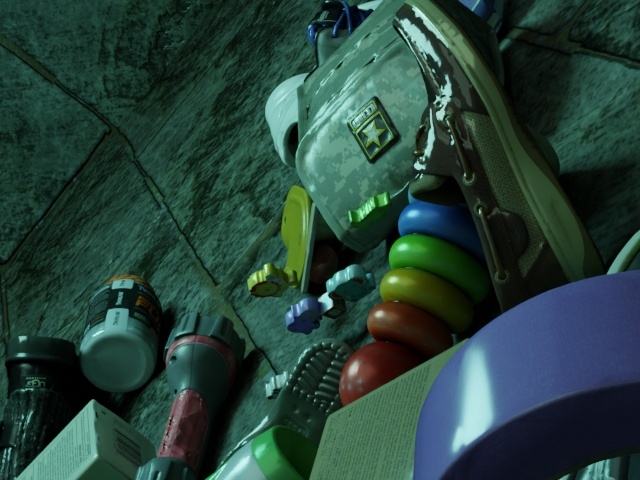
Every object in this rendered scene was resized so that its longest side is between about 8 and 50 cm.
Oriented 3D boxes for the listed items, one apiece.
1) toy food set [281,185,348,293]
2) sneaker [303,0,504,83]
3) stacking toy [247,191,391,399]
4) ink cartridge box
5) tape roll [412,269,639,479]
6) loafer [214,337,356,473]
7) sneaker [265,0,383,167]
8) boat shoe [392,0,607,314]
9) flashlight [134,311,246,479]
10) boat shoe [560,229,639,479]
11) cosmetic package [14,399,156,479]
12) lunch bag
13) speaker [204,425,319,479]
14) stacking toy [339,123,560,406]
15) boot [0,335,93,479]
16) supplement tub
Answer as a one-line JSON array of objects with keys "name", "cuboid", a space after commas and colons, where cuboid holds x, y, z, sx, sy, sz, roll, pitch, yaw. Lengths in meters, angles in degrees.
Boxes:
[{"name": "toy food set", "cuboid": [0.000, 0.000, 1.740, 0.218, 0.071, 0.128, -142, 58, -76]}, {"name": "sneaker", "cuboid": [0.086, -0.267, 1.831, 0.315, 0.182, 0.127, -39, 25, 32]}, {"name": "stacking toy", "cuboid": [0.008, 0.065, 1.533, 0.221, 0.052, 0.167, -37, 47, 33]}, {"name": "ink cartridge box", "cuboid": [0.070, 0.224, 1.155, 0.193, 0.088, 0.235, -33, 27, 40]}, {"name": "tape roll", "cuboid": [0.186, 0.150, 0.750, 0.275, 0.274, 0.090, -41, 23, 28]}, {"name": "loafer", "cuboid": [-0.024, 0.215, 1.411, 0.251, 0.094, 0.087, -54, -24, 10]}, {"name": "sneaker", "cuboid": [0.038, -0.223, 2.012, 0.305, 0.114, 0.152, -44, 34, 32]}, {"name": "boat shoe", "cuboid": [0.132, -0.078, 1.255, 0.123, 0.123, 0.342, -31, 68, 8]}, {"name": "flashlight", "cuboid": [-0.165, 0.220, 1.661, 0.103, 0.103, 0.304, -44, 19, 34]}, {"name": "boat shoe", "cuboid": [0.240, 0.117, 0.950, 0.091, 0.114, 0.303, -16, 52, 60]}, {"name": "cosmetic package", "cuboid": [-0.344, 0.367, 1.706, 0.309, 0.113, 0.160, -46, 22, 8]}, {"name": "lunch bag", "cuboid": [0.095, -0.149, 1.639, 0.235, 0.169, 0.287, -43, 28, 27]}, {"name": "speaker", "cuboid": [-0.103, 0.319, 1.315, 0.296, 0.131, 0.131, -48, 20, 11]}, {"name": "stacking toy", "cuboid": [0.113, 0.035, 1.341, 0.141, 0.141, 0.330, -10, 50, 62]}, {"name": "boot", "cuboid": [-0.425, 0.300, 2.058, 0.348, 0.131, 0.260, 95, 176, -75]}, {"name": "supplement tub", "cuboid": [-0.302, 0.137, 2.083, 0.117, 0.117, 0.190, -45, 22, 19]}]
